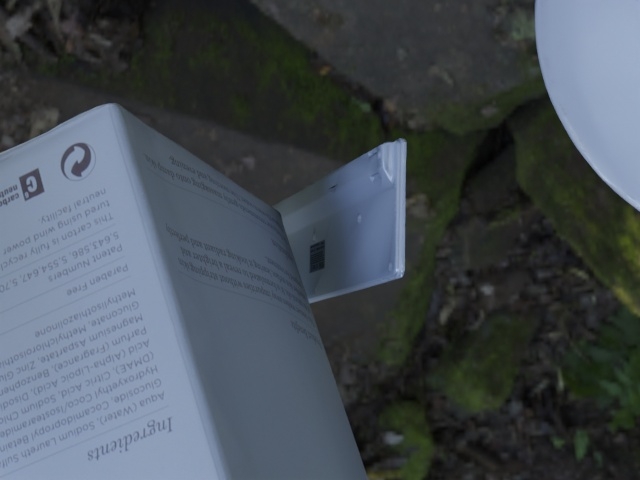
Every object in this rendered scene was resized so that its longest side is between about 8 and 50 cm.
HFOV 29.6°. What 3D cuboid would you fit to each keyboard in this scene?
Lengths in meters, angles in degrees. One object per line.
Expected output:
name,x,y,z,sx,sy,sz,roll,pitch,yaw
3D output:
keyboard,0.000,0.000,0.726,0.014,0.072,0.256,-2,173,-19

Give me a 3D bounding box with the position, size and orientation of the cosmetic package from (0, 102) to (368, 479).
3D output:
cosmetic package,-0.065,0.154,0.593,0.156,0.385,0.217,-23,158,14

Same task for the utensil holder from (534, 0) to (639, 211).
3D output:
utensil holder,0.314,-0.212,0.735,0.328,0.385,0.327,13,130,16
